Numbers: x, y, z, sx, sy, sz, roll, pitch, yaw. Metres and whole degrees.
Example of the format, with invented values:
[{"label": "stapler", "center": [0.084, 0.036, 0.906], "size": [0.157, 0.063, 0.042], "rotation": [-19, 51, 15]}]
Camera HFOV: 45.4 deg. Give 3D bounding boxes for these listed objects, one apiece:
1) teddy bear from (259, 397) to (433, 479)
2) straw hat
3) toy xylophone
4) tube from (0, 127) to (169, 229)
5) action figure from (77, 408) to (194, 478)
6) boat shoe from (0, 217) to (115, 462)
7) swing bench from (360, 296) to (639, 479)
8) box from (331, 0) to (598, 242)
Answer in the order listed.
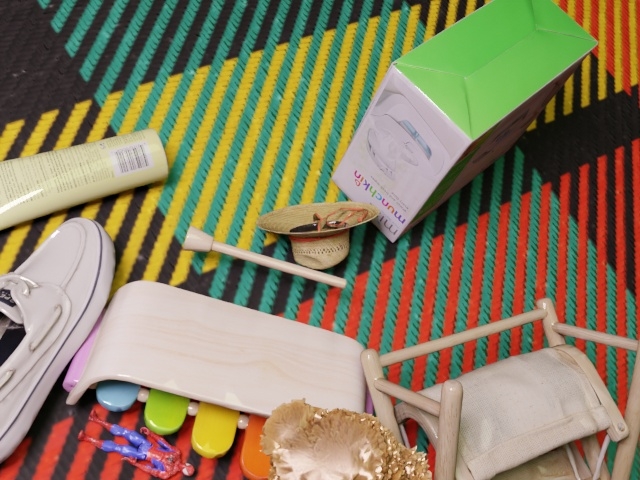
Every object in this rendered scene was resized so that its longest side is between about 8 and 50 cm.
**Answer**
[{"label": "teddy bear", "center": [-0.021, 0.306, 0.613], "size": [0.245, 0.113, 0.338], "rotation": [-2, 61, 2]}, {"label": "straw hat", "center": [0.000, 0.000, 0.890], "size": [0.144, 0.144, 0.061], "rotation": [-14, 109, -24]}, {"label": "toy xylophone", "center": [-0.079, 0.116, 0.786], "size": [0.322, 0.081, 0.236], "rotation": [23, 45, -3]}, {"label": "tube", "center": [-0.291, -0.067, 0.842], "size": [0.240, 0.062, 0.070], "rotation": [-19, 25, -21]}, {"label": "action figure", "center": [-0.176, 0.202, 0.742], "size": [0.115, 0.030, 0.038], "rotation": [26, 52, -5]}, {"label": "boat shoe", "center": [-0.287, 0.076, 0.726], "size": [0.096, 0.088, 0.268], "rotation": [10, 58, 24]}, {"label": "swing bench", "center": [0.199, 0.214, 0.763], "size": [0.253, 0.165, 0.255], "rotation": [-12, 99, -25]}, {"label": "box", "center": [0.166, -0.156, 0.935], "size": [0.262, 0.231, 0.127], "rotation": [-37, 77, -31]}]
